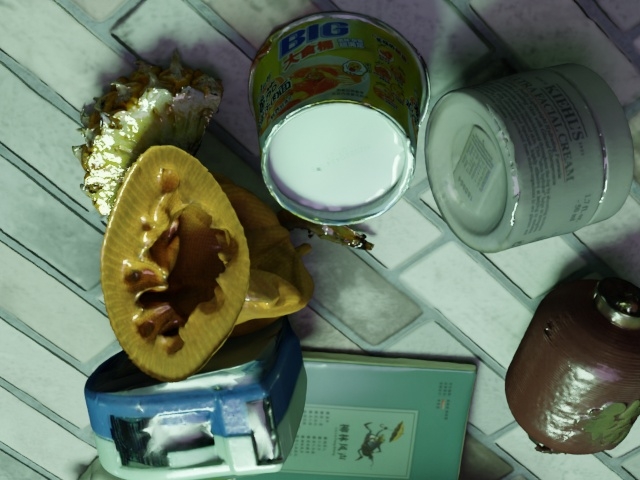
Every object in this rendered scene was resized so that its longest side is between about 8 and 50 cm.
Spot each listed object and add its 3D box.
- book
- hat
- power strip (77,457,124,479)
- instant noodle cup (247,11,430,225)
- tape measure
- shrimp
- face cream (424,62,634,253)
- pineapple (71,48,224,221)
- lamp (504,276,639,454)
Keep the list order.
[{"bbox_3d":[0.009,0.262,1.686,0.379,0.031,0.264,5,120,-3],"label":"book"},{"bbox_3d":[-0.090,0.013,1.406,0.233,0.233,0.244,-20,84,40],"label":"hat"},{"bbox_3d":[-0.212,0.411,1.811,0.338,0.058,0.098,29,122,-20],"label":"power strip"},{"bbox_3d":[0.017,-0.118,1.332,0.204,0.153,0.205,1,130,1],"label":"instant noodle cup"},{"bbox_3d":[-0.143,0.189,1.485,0.262,0.259,0.138,-16,100,10],"label":"tape measure"},{"bbox_3d":[0.000,0.000,1.504,0.127,0.025,0.091,17,127,-7],"label":"shrimp"},{"bbox_3d":[0.213,-0.086,1.309,0.152,0.177,0.177,-16,133,-25],"label":"face cream"},{"bbox_3d":[-0.212,-0.111,1.391,0.135,0.079,0.233,18,121,-23],"label":"pineapple"},{"bbox_3d":[0.329,0.151,1.531,0.180,0.180,0.258,13,127,-10],"label":"lamp"}]
